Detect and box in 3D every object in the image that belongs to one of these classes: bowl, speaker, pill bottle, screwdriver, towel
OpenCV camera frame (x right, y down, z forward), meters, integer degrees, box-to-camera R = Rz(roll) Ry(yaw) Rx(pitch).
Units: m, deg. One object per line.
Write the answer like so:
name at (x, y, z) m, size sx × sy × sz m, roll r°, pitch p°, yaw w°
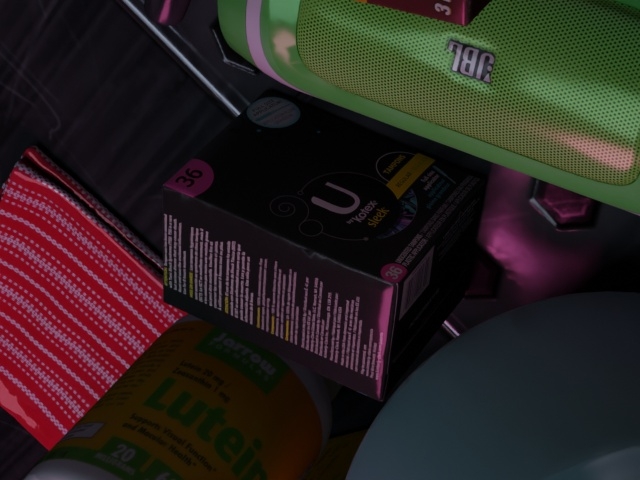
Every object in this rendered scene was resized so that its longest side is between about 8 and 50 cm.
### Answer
bowl at (0.170, 0.195, 0.845) m, size 0.311 × 0.163 × 0.312 m, roll -1°, pitch 101°, yaw -6°
speaker at (0.099, -0.104, 0.807) m, size 0.296 × 0.131 × 0.131 m, roll 22°, pitch 133°, yaw 21°
pill bottle at (-0.077, 0.131, 1.031) m, size 0.136 × 0.246 × 0.136 m, roll 19°, pitch 132°, yaw 23°
screwdriver at (-0.047, -0.158, 0.649) m, size 0.025 × 0.024 × 0.170 m, roll 57°, pitch 143°, yaw 28°
towel at (-0.208, 0.067, 1.235) m, size 0.199 × 0.031 × 0.275 m, roll 42°, pitch 137°, yaw 0°

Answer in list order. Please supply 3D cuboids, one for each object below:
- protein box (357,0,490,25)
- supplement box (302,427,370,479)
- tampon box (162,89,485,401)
protein box at (0.023, -0.220, 0.713) m, size 0.199 × 0.201 × 0.136 m, roll 17°, pitch 132°, yaw 25°
supplement box at (0.006, 0.274, 1.123) m, size 0.356 × 0.194 × 0.195 m, roll -22°, pitch 108°, yaw 44°
tampon box at (0.000, 0.000, 0.963) m, size 0.161 × 0.120 × 0.101 m, roll 23°, pitch 134°, yaw 19°
